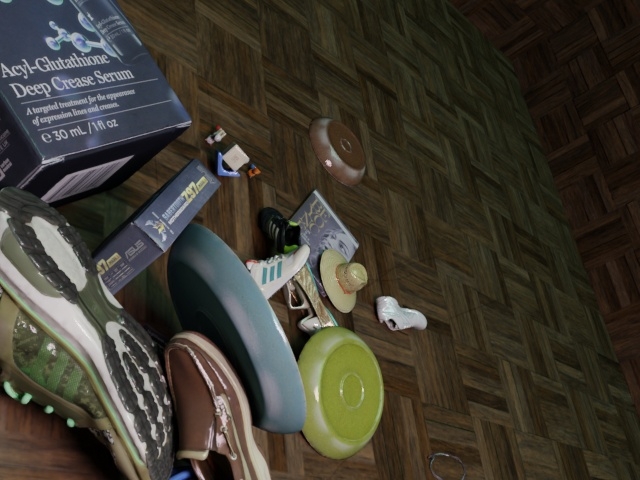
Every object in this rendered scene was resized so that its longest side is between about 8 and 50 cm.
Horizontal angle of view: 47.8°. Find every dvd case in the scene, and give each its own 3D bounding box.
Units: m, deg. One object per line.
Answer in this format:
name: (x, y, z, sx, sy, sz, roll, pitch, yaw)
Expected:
dvd case: (0.000, 0.000, 1.548, 0.164, 0.018, 0.221, 52, 33, -11)

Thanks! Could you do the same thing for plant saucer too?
plant saucer: (0.052, -0.228, 1.788, 0.199, 0.036, 0.198, 32, 42, -34)
plant saucer: (-0.128, 0.129, 0.975, 0.044, 0.317, 0.317, -27, 86, -25)
plant saucer: (0.046, 0.274, 1.310, 0.241, 0.037, 0.240, 15, 70, -46)

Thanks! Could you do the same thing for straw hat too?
straw hat: (0.063, 0.077, 1.503, 0.144, 0.061, 0.144, 36, 46, -48)

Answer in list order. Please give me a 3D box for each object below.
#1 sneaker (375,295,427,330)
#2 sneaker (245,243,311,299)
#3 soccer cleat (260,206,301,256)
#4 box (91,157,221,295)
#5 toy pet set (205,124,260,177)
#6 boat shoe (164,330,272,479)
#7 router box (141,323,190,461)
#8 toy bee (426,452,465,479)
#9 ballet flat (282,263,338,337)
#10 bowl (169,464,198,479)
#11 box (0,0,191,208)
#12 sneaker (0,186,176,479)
sneaker: (0.179, 0.179, 1.623, 0.152, 0.054, 0.061, 27, 53, -32)
sneaker: (-0.091, 0.051, 1.275, 0.075, 0.161, 0.057, 47, -2, -8)
soccer cleat: (-0.069, -0.018, 1.381, 0.060, 0.072, 0.179, 8, 35, -29)
box: (-0.257, 0.004, 0.993, 0.059, 0.233, 0.183, 45, 35, -13)
toy pet set: (-0.178, -0.154, 1.414, 0.122, 0.065, 0.114, 48, -1, -22)
boat shoe: (-0.139, 0.243, 0.915, 0.095, 0.095, 0.257, -39, 109, -54)
router box: (-0.216, 0.224, 1.046, 0.179, 0.046, 0.133, 42, 35, -26)
toy bee: (0.120, 0.500, 1.194, 0.299, 0.162, 0.195, -7, 46, -26)
ballet flat: (-0.025, 0.132, 1.379, 0.067, 0.073, 0.206, -23, 79, -30)
bowl: (-0.131, 0.481, 0.927, 0.391, 0.077, 0.391, 33, 41, -35)
box: (-0.425, -0.250, 0.994, 0.395, 0.212, 0.293, 57, 33, -2)
sneaker: (-0.320, 0.145, 0.872, 0.410, 0.182, 0.158, 62, 11, -10)
